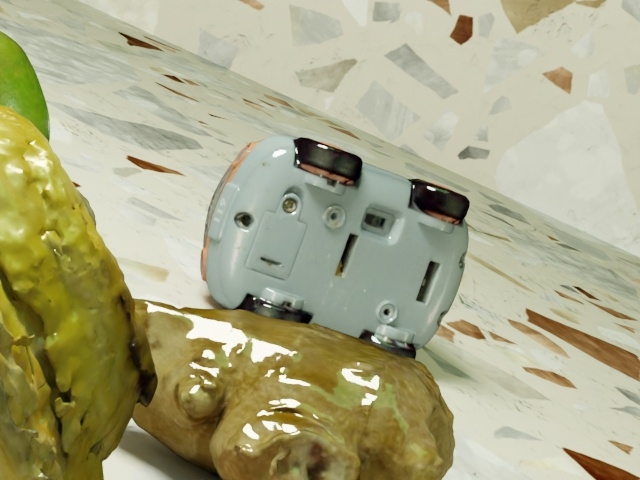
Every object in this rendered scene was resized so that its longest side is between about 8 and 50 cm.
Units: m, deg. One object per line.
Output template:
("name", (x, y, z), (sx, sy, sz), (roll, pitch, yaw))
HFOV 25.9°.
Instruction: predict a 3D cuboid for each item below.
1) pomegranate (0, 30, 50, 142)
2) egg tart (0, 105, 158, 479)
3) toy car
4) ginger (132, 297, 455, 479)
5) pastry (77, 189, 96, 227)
("pomegranate", (-0.355, -0.124, 1.238), (0.241, 0.159, 0.190), (7, 20, -39))
("egg tart", (-0.166, 0.029, 0.687), (0.123, 0.294, 0.294), (-26, 35, -19))
("toy car", (0.000, 0.000, 1.362), (0.271, 0.180, 0.212), (18, 3, -27))
("ginger", (-0.040, 0.113, 0.927), (0.270, 0.123, 0.219), (11, 12, -12))
("pastry", (-0.260, -0.009, 0.995), (0.192, 0.093, 0.182), (3, -5, 32))
